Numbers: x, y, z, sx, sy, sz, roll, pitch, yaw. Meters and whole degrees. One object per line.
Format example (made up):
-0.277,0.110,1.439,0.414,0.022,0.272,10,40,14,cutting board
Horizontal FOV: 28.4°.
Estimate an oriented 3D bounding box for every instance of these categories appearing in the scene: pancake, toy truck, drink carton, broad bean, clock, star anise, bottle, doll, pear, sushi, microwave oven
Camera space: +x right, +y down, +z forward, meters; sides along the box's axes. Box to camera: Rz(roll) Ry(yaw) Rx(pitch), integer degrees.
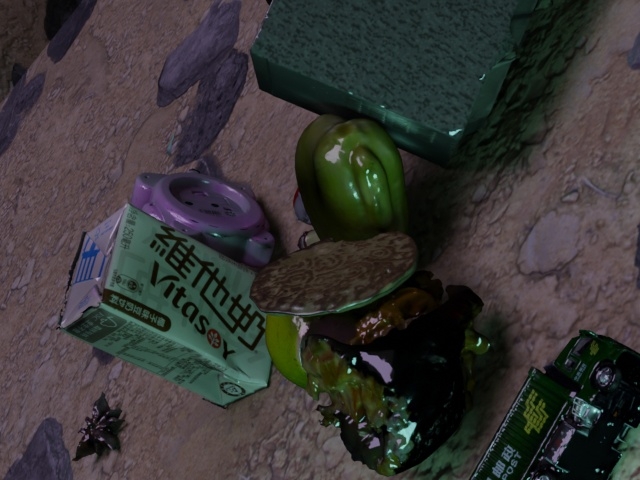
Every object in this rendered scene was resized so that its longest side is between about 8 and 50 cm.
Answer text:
0.015,0.042,1.636,0.235,0.029,0.212,1,29,38,pancake
0.257,0.222,1.356,0.259,0.088,0.121,-60,29,2,toy truck
-0.227,0.104,1.981,0.132,0.324,0.194,-29,42,42,drink carton
0.046,-0.070,1.802,0.119,0.291,0.238,-27,68,-14,broad bean
-0.198,-0.035,2.169,0.248,0.227,0.090,-127,48,-56,clock
-0.408,0.338,2.328,0.124,0.056,0.129,-20,50,34,star anise
0.001,-0.001,2.012,0.063,0.047,0.101,-32,8,-32,bottle
-0.003,-0.075,2.022,0.102,0.075,0.227,-50,12,19,doll
0.008,0.115,1.767,0.187,0.187,0.219,-57,15,5,pear
0.103,0.157,1.574,0.200,0.204,0.213,36,134,34,sushi
0.137,-0.367,1.774,0.236,0.374,0.432,92,-159,-85,microwave oven

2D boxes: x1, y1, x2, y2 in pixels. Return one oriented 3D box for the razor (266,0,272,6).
0.025,-0.407,2.054,0.113,0.349,0.204,27,85,34,razor
